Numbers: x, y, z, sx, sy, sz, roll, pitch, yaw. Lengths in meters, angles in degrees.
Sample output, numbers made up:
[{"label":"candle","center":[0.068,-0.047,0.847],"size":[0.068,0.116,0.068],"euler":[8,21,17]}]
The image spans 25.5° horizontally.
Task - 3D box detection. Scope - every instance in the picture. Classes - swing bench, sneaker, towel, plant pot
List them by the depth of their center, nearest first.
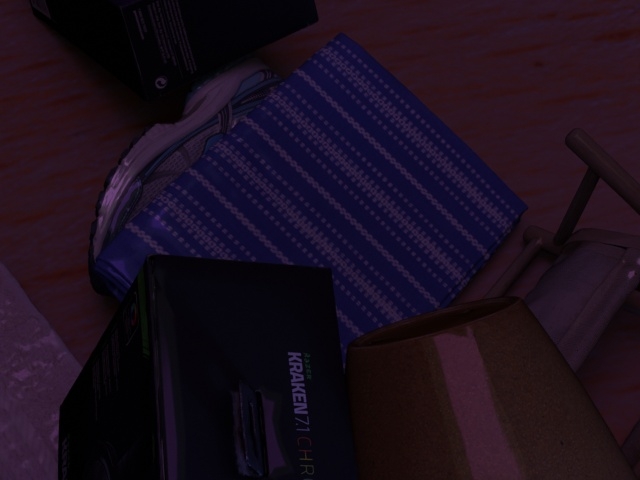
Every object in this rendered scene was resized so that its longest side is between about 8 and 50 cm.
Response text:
[{"label":"plant pot","center":[0.106,0.173,0.913],"size":[0.237,0.237,0.254],"euler":[-17,93,-13]},{"label":"swing bench","center":[0.223,0.097,1.113],"size":[0.255,0.165,0.253],"euler":[35,60,14]},{"label":"towel","center":[-0.275,0.147,1.124],"size":[0.187,0.049,0.282],"euler":[-31,62,-22]},{"label":"towel","center":[0.000,0.000,1.199],"size":[0.243,0.040,0.336],"euler":[44,61,1]},{"label":"sneaker","center":[-0.097,-0.054,1.235],"size":[0.122,0.110,0.283],"euler":[27,59,12]}]

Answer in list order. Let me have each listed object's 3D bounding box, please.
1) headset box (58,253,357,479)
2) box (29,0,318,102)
[{"label":"headset box","center":[-0.079,0.173,0.942],"size":[0.131,0.283,0.246],"euler":[5,61,-22]},{"label":"box","center":[-0.151,-0.249,1.319],"size":[0.184,0.103,0.261],"euler":[-27,38,-22]}]
